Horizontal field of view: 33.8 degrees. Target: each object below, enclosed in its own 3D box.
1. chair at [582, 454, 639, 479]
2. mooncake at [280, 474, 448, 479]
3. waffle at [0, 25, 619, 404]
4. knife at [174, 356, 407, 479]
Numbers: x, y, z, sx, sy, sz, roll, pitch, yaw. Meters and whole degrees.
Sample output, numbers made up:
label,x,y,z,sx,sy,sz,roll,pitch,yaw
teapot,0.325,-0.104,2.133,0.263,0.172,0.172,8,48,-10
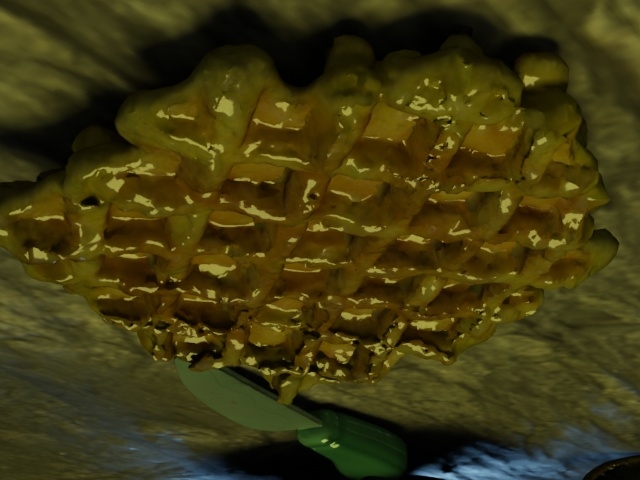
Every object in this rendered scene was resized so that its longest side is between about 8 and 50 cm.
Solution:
label,x,y,z,sx,sy,sz,roll,pitch,yaw
chair,0.290,0.268,0.889,0.158,0.173,0.247,3,-176,-1
mooncake,0.052,0.291,0.907,0.333,0.174,0.326,2,166,-24
waffle,0.000,0.000,0.432,0.237,0.059,0.243,-14,151,24
knife,-0.025,0.124,0.737,0.063,0.035,0.260,-15,147,34
